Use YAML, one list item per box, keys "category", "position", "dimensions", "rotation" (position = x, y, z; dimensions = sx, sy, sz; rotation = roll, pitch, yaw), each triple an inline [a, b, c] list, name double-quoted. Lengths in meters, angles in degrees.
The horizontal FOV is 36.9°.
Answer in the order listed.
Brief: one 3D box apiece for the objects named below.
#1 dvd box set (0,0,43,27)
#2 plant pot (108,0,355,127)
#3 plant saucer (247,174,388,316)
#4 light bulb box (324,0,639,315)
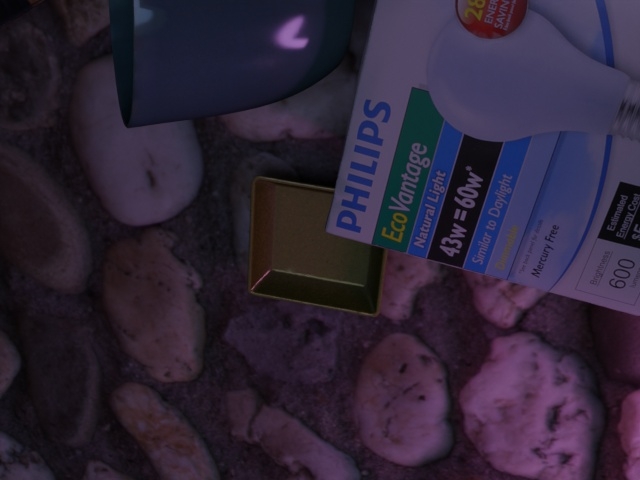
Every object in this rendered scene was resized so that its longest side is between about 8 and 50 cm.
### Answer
- category: "dvd box set"
  position: [-0.461, -0.458, 1.127]
  dimensions: [0.308, 0.062, 0.420]
  rotation: [-22, 112, 23]
- category: "plant pot"
  position: [-0.098, -0.270, 1.021]
  dimensions: [0.235, 0.293, 0.293]
  rotation: [-4, 122, -15]
- category: "plant saucer"
  position: [0.000, 0.000, 1.288]
  dimensions: [0.188, 0.045, 0.188]
  rotation: [10, 122, 8]
- category: "light bulb box"
  position: [0.223, -0.159, 1.035]
  dimensions: [0.361, 0.225, 0.358]
  rotation: [14, 122, 4]
